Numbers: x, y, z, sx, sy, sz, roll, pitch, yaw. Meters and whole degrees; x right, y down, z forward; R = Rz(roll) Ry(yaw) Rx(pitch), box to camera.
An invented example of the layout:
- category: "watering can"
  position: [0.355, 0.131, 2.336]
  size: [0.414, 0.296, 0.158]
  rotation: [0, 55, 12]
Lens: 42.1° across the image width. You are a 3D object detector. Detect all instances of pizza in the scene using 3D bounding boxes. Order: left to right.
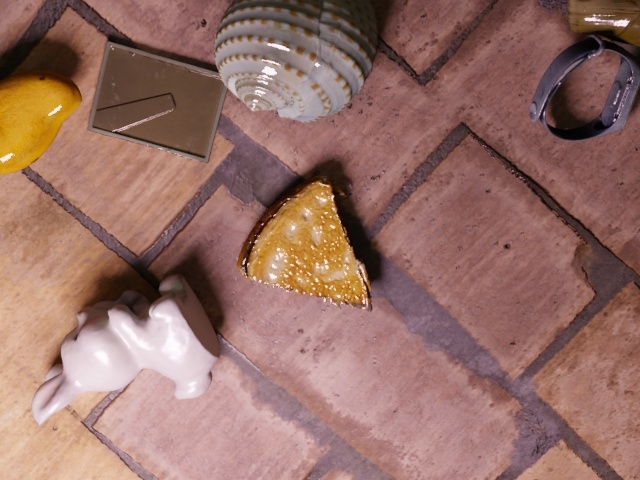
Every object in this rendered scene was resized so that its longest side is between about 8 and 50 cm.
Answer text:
- category: "pizza"
  position: [0.000, 0.000, 1.664]
  size: [0.288, 0.074, 0.251]
  rotation: [19, 100, -5]

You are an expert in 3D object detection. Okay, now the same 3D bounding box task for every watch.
- category: "watch"
  position: [0.511, -0.290, 1.595]
  size: [0.193, 0.068, 0.206]
  rotation: [3, 123, -13]

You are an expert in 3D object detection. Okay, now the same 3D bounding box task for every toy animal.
- category: "toy animal"
  position: [-0.389, 0.233, 1.641]
  size: [0.368, 0.196, 0.241]
  rotation: [-17, 101, 0]

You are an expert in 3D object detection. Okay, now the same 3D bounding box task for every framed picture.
- category: "framed picture"
  position: [-0.318, -0.271, 1.639]
  size: [0.250, 0.016, 0.184]
  rotation: [14, 100, -3]

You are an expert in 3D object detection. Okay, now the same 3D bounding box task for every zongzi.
- category: "zongzi"
  position: [0.581, -0.397, 1.519]
  size: [0.228, 0.256, 0.114]
  rotation: [3, 122, 0]

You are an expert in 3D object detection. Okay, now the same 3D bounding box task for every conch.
- category: "conch"
  position: [-0.028, -0.370, 1.534]
  size: [0.303, 0.215, 0.319]
  rotation: [27, 100, -16]

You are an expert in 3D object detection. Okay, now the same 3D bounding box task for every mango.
- category: "mango"
  position: [-0.577, -0.229, 1.599]
  size: [0.262, 0.109, 0.157]
  rotation: [-35, 89, 0]
